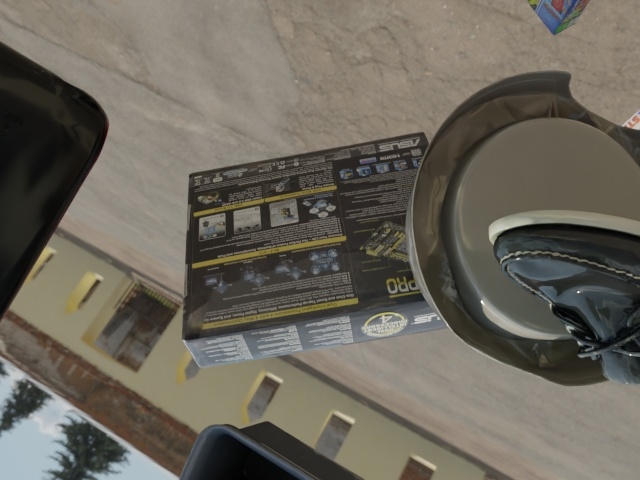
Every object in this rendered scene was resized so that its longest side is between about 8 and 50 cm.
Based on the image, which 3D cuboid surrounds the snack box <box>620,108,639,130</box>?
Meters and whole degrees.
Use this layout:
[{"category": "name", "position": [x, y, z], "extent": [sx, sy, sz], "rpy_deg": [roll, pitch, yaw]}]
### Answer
[{"category": "snack box", "position": [0.462, -0.189, 0.744], "extent": [0.022, 0.064, 0.178], "rpy_deg": [54, 141, 16]}]

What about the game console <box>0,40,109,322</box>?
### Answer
[{"category": "game console", "position": [-0.379, -0.033, 0.320], "extent": [0.387, 0.342, 0.060], "rpy_deg": [31, 179, -24]}]

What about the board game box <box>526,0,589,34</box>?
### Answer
[{"category": "board game box", "position": [0.256, -0.366, 0.662], "extent": [0.201, 0.035, 0.136], "rpy_deg": [60, 175, 13]}]

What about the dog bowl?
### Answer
[{"category": "dog bowl", "position": [0.260, -0.013, 0.651], "extent": [0.349, 0.348, 0.102], "rpy_deg": [32, 172, -4]}]

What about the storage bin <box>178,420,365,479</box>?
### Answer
[{"category": "storage bin", "position": [-0.030, 0.203, 0.432], "extent": [0.135, 0.098, 0.091], "rpy_deg": [25, -177, 20]}]

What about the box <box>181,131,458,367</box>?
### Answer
[{"category": "box", "position": [0.000, 0.000, 0.834], "extent": [0.395, 0.318, 0.097], "rpy_deg": [-10, 140, 1]}]

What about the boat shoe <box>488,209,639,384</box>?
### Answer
[{"category": "boat shoe", "position": [0.285, 0.075, 0.491], "extent": [0.340, 0.113, 0.127], "rpy_deg": [23, 159, -27]}]
